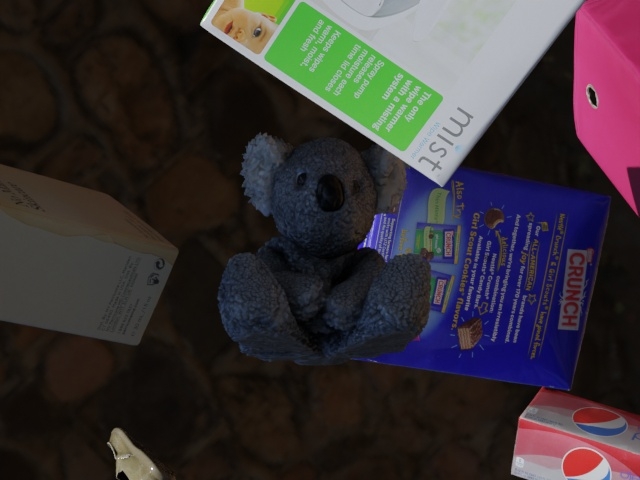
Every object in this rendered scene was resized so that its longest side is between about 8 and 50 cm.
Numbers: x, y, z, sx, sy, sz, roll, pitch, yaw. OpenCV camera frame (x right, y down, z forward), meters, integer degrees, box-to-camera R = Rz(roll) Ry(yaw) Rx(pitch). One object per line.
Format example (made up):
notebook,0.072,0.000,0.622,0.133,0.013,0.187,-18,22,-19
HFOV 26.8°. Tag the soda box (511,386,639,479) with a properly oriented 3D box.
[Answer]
soda box,0.363,0.259,1.569,0.263,0.092,0.083,15,116,23

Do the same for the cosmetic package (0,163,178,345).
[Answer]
cosmetic package,-0.308,-0.003,1.262,0.309,0.113,0.160,17,-169,-44

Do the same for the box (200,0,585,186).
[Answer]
box,0.079,-0.218,1.029,0.231,0.262,0.126,34,-158,-7

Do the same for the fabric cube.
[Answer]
fabric cube,0.527,-0.197,1.885,0.258,0.259,0.254,-114,10,-46

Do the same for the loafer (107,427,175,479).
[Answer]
loafer,-0.227,0.271,1.628,0.056,0.050,0.148,43,170,-28

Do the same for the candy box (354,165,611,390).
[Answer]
candy box,0.192,0.041,1.755,0.317,0.268,0.122,10,-177,-15

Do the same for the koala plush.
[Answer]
koala plush,0.000,0.000,1.309,0.196,0.221,0.203,0,164,-3
